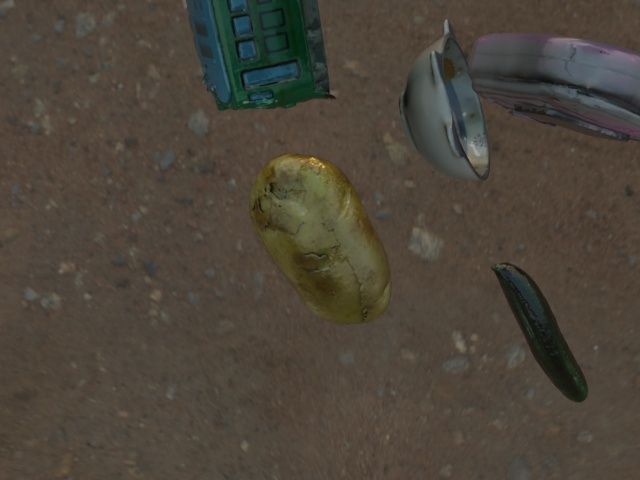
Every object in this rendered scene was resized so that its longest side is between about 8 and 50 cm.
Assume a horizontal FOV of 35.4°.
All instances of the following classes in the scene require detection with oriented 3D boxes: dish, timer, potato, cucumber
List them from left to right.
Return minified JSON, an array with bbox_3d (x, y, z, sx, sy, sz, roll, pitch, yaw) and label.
[{"bbox_3d":[0.000,0.000,0.870,0.107,0.170,0.080,7,45,47],"label":"potato"},{"bbox_3d":[0.158,-0.183,1.371,0.086,0.236,0.228,-13,91,21],"label":"dish"},{"bbox_3d":[0.310,0.133,1.386,0.056,0.284,0.056,-25,31,16],"label":"cucumber"},{"bbox_3d":[0.246,-0.133,0.902,0.208,0.191,0.069,11,96,-28],"label":"timer"}]

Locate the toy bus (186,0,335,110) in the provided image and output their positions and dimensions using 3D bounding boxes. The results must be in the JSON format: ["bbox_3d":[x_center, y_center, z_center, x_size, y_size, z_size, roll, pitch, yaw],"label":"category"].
[{"bbox_3d":[-0.109,-0.370,1.587,0.199,0.343,0.183,-18,26,-16],"label":"toy bus"}]
